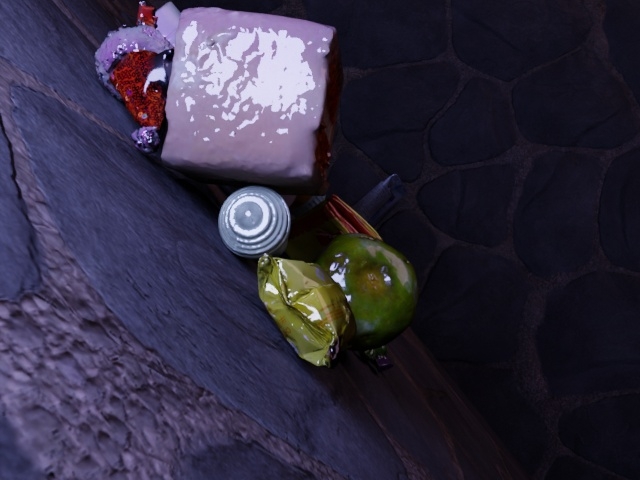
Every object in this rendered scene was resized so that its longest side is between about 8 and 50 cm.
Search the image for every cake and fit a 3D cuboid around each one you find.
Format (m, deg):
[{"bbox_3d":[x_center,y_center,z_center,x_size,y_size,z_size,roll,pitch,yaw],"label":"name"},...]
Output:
[{"bbox_3d":[-0.090,-0.197,0.903,0.230,0.236,0.309,7,0,6],"label":"cake"}]

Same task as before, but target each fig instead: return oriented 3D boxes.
[{"bbox_3d":[0.062,0.106,1.065,0.206,0.206,0.275,52,-18,12],"label":"fig"}]

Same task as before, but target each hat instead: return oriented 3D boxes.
[{"bbox_3d":[-0.247,-0.213,0.838,0.129,0.140,0.227,20,38,-41],"label":"hat"}]

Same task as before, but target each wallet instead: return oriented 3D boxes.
[{"bbox_3d":[0.000,0.000,1.178,0.141,0.067,0.241,46,-32,-11],"label":"wallet"}]

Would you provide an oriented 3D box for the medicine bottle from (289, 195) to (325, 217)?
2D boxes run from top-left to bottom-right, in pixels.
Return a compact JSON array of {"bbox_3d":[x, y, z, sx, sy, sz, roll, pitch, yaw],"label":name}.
[{"bbox_3d":[-0.114,-0.202,1.706,0.318,0.158,0.158,46,7,-49],"label":"medicine bottle"}]

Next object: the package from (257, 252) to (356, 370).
[{"bbox_3d":[-0.012,0.094,0.805,0.168,0.090,0.226,55,8,11],"label":"package"}]

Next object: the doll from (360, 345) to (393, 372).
[{"bbox_3d":[0.105,0.218,1.211,0.115,0.050,0.190,56,8,15],"label":"doll"}]

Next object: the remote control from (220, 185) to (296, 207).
[{"bbox_3d":[-0.153,-0.192,1.185,0.332,0.104,0.221,47,50,-33],"label":"remote control"}]

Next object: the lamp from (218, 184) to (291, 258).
[{"bbox_3d":[-0.090,-0.018,0.887,0.106,0.106,0.193,52,-2,10],"label":"lamp"}]

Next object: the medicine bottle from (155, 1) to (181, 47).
[{"bbox_3d":[-0.320,-0.410,1.381,0.254,0.152,0.152,50,5,-23],"label":"medicine bottle"}]

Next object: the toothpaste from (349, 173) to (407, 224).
[{"bbox_3d":[0.075,-0.043,1.388,0.073,0.299,0.114,54,4,32],"label":"toothpaste"}]
